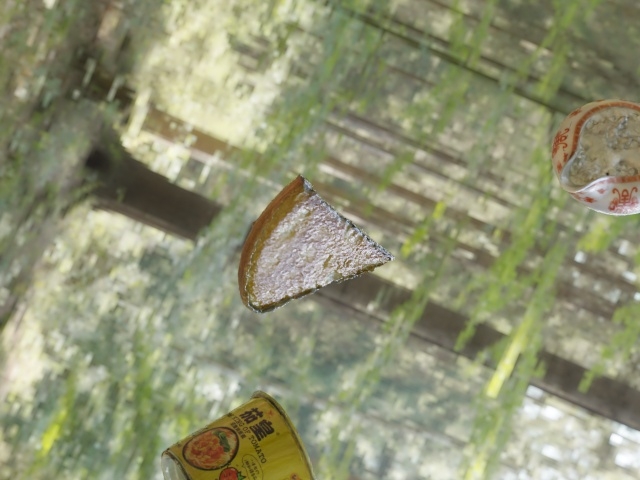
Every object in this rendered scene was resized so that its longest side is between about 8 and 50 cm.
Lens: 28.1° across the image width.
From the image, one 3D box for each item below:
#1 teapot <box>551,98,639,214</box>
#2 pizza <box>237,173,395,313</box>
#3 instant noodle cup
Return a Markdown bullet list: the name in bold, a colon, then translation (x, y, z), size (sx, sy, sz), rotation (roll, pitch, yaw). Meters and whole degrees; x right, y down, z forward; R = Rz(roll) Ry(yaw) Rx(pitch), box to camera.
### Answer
- **teapot**: translation (0.377, -0.112, 1.600), size (0.245, 0.159, 0.116), rotation (-47, 149, -24)
- **pizza**: translation (0.000, 0.000, 1.373), size (0.036, 0.176, 0.185), rotation (-115, -153, -43)
- **instant noodle cup**: translation (-0.105, 0.297, 1.588), size (0.144, 0.182, 0.182), rotation (-22, 155, -23)
